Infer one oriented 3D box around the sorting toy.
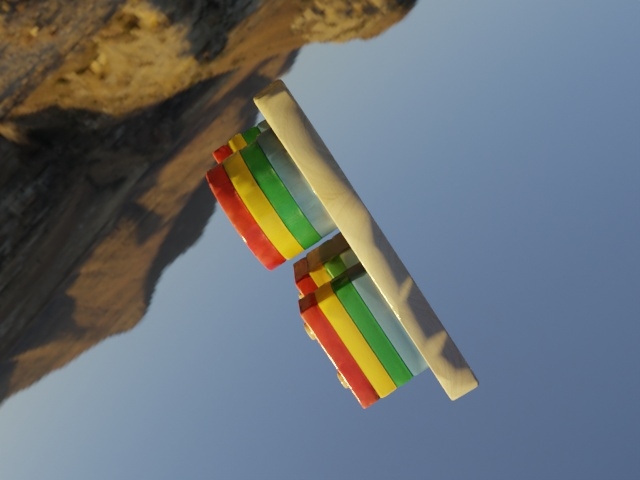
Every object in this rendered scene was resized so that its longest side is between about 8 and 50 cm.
[{"bbox_3d":[0.000,0.000,0.714,0.089,0.255,0.257,-33,-170,3],"label":"sorting toy"}]
